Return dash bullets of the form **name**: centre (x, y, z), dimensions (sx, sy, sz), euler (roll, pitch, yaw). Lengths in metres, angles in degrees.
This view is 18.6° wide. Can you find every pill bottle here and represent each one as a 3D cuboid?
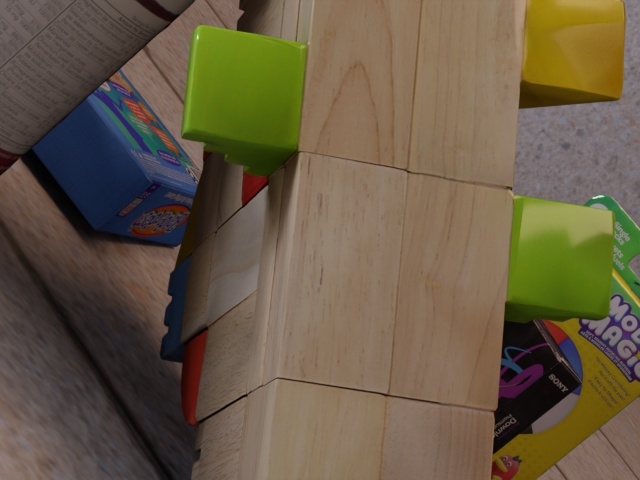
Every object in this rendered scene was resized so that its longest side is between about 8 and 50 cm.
- **pill bottle**: centre (-0.131, -0.128, 0.918), dimensions (0.121, 0.221, 0.121), euler (47, 10, -11)

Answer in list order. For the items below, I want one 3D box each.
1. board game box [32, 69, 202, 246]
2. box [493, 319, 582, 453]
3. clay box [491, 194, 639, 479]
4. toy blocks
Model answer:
- **board game box**: centre (-0.155, -0.094, 1.173), dimensions (0.210, 0.047, 0.160), euler (52, 8, 11)
- **box**: centre (0.059, 0.091, 1.099), dimensions (0.029, 0.162, 0.116), euler (43, 12, -34)
- **clay box**: centre (0.148, 0.081, 1.346), dimensions (0.127, 0.222, 0.053), euler (50, 10, 5)
- **toy blocks**: centre (0.000, 0.000, 0.936), dimensions (0.190, 0.381, 0.261), euler (9, -16, -14)
